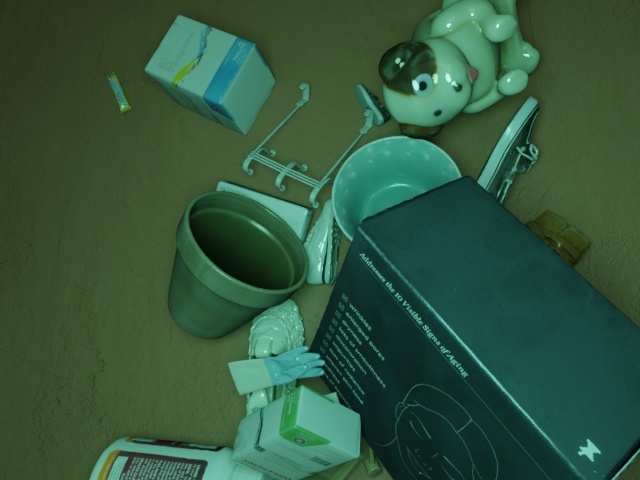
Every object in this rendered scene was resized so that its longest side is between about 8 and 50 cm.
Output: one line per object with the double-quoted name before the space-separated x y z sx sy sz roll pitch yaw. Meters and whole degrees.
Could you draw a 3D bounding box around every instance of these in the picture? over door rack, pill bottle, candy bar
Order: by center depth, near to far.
"pill bottle" -0.313 0.595 1.125 0.392 0.224 0.224 1 77 13
"over door rack" -0.027 -0.260 1.340 0.239 0.108 0.324 27 69 17
"candy bar" -0.655 -0.478 1.562 0.040 0.018 0.161 -28 73 4

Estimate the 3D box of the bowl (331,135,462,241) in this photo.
"bowl" 0.194 -0.086 1.203 0.311 0.163 0.311 -4 71 12

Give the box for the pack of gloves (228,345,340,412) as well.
"pack of gloves" -0.069 0.332 1.073 0.232 0.046 0.195 -17 95 21

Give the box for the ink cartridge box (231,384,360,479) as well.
"ink cartridge box" -0.051 0.398 0.973 0.219 0.160 0.092 -38 28 35

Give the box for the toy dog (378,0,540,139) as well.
"toy dog" 0.296 -0.434 1.152 0.395 0.284 0.408 11 48 33

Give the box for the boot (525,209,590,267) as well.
"boot" 0.550 0.083 1.137 0.220 0.109 0.283 -38 65 -3

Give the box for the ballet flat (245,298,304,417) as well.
"ballet flat" -0.122 0.325 1.195 0.147 0.147 0.409 -1 76 12

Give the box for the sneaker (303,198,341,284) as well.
"sneaker" 0.000 0.000 1.276 0.095 0.090 0.235 3 76 22

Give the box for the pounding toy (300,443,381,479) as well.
"pounding toy" 0.047 0.488 1.126 0.181 0.206 0.094 -54 27 10

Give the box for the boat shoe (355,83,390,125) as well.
"boat shoe" 0.146 -0.385 1.357 0.040 0.049 0.142 -25 74 -15

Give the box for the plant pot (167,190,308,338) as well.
"plant pot" -0.233 0.089 1.187 0.323 0.323 0.280 48 121 18

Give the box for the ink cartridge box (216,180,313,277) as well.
"ink cartridge box" -0.180 -0.013 1.329 0.275 0.060 0.239 19 100 15

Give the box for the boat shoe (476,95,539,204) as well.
"boat shoe" 0.483 -0.207 1.206 0.105 0.113 0.306 29 87 10

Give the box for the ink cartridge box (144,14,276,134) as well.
"ink cartridge box" -0.312 -0.475 1.394 0.270 0.198 0.197 27 84 16

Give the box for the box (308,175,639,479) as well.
"box" 0.253 0.231 0.898 0.297 0.472 0.480 -25 61 -28
